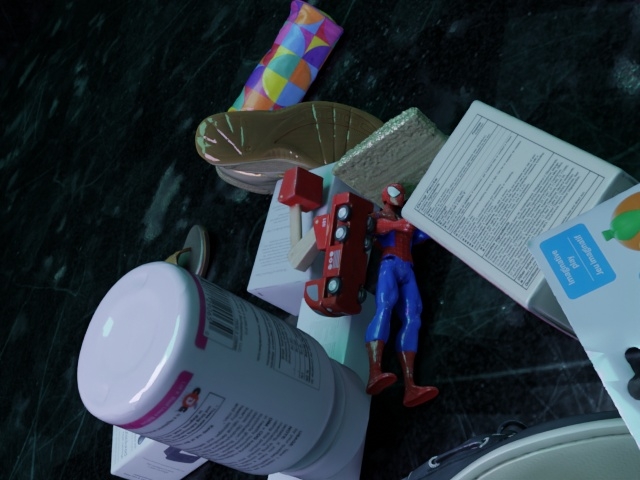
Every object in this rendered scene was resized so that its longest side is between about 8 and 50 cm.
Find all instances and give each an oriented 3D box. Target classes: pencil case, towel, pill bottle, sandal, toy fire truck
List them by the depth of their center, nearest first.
[{"bbox_3d":[-0.088,0.146,0.952,0.160,0.283,0.160,-25,49,33],"label":"pill bottle"},{"bbox_3d":[0.000,0.000,1.103,0.135,0.047,0.192,-12,64,47],"label":"toy fire truck"},{"bbox_3d":[0.096,-0.098,1.155,0.148,0.110,0.027,-35,35,35],"label":"towel"},{"bbox_3d":[-0.061,-0.266,1.498,0.236,0.104,0.104,-56,34,4],"label":"pencil case"},{"bbox_3d":[-0.247,0.072,1.525,0.219,0.060,0.090,-60,34,1],"label":"sandal"}]

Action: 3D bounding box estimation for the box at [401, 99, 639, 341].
[{"bbox_3d":[0.214,-0.020,0.925,0.149,0.127,0.232,-57,33,7],"label":"box"}]

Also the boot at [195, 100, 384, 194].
[{"bbox_3d":[-0.034,-0.123,1.337,0.203,0.262,0.095,80,-173,-81],"label":"boot"}]

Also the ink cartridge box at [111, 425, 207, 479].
[{"bbox_3d":[-0.183,0.213,1.301,0.237,0.100,0.172,-39,40,30],"label":"ink cartridge box"}]

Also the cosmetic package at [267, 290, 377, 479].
[{"bbox_3d":[0.010,0.179,1.106,0.099,0.060,0.239,-17,53,45],"label":"cosmetic package"}]

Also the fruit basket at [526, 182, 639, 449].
[{"bbox_3d":[0.350,0.026,0.598,0.353,0.165,0.327,-24,48,6],"label":"fruit basket"}]

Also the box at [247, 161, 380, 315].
[{"bbox_3d":[-0.006,0.001,1.231,0.130,0.091,0.170,-12,56,48],"label":"box"}]

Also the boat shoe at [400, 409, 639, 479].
[{"bbox_3d":[0.162,0.221,0.831,0.340,0.127,0.113,-42,12,30],"label":"boat shoe"}]

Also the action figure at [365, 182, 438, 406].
[{"bbox_3d":[0.111,0.030,1.060,0.139,0.091,0.280,-40,40,39],"label":"action figure"}]
